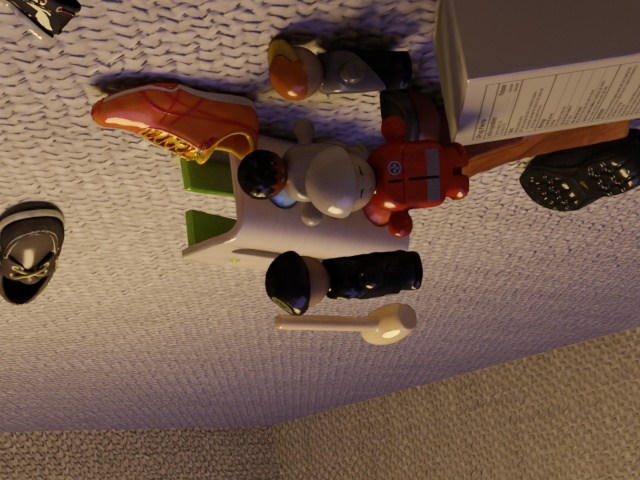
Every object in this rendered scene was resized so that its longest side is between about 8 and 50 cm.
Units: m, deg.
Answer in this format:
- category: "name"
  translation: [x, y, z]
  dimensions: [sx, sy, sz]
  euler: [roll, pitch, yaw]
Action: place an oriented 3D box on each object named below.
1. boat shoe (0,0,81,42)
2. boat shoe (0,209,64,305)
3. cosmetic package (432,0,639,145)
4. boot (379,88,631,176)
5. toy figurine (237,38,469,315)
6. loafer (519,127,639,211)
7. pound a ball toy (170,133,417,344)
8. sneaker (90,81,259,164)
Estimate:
- category: "boat shoe"
  translation: [-0.220, -0.188, 0.818]
  dimensions: [0.042, 0.049, 0.133]
  euler: [-40, 151, 7]
- category: "boat shoe"
  translation: [-0.360, 0.022, 1.437]
  dimensions: [0.081, 0.069, 0.228]
  euler: [-3, 164, -21]
- category: "cosmetic package"
  translation: [0.259, -0.177, 0.986]
  dimensions: [0.309, 0.113, 0.160]
  euler: [-8, 164, -1]
- category: "boot"
  translation: [0.207, -0.117, 1.204]
  dimensions: [0.280, 0.096, 0.264]
  euler: [-11, 164, 4]
- category: "toy figurine"
  translation: [0.014, -0.059, 1.053]
  dimensions: [0.148, 0.210, 0.213]
  euler: [-7, 144, -24]
- category: "loafer"
  translation: [0.327, -0.087, 1.411]
  dimensions: [0.078, 0.076, 0.223]
  euler: [-44, -167, -23]
- category: "pound a ball toy"
  translation: [0.000, 0.000, 1.297]
  dimensions: [0.135, 0.208, 0.319]
  euler: [-21, 160, 39]
- category: "sneaker"
  translation: [-0.131, -0.109, 1.099]
  dimensions: [0.175, 0.067, 0.064]
  euler: [3, 163, -31]
